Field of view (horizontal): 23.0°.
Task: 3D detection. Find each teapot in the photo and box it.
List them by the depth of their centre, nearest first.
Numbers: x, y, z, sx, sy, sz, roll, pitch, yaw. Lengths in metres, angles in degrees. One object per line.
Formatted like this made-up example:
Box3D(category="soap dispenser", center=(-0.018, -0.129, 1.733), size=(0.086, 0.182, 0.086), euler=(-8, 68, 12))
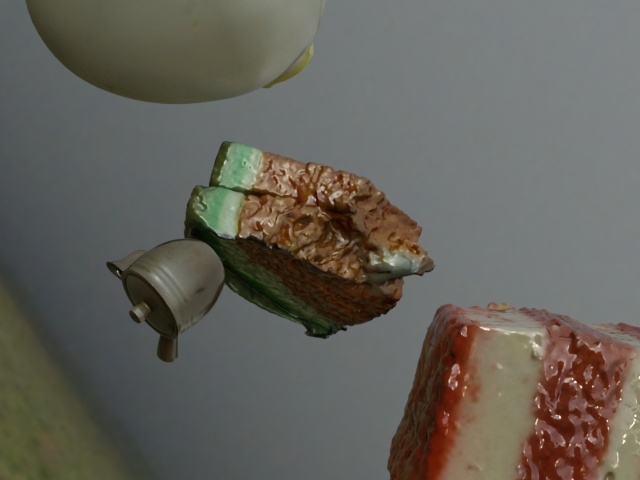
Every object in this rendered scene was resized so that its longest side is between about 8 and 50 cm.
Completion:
Box3D(category="teapot", center=(-0.121, 0.045, 1.232), size=(0.085, 0.080, 0.110), euler=(37, -30, 27))

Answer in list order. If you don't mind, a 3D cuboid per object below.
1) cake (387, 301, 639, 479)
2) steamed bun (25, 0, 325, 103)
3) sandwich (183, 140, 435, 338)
Box3D(category="cake", center=(0.254, 0.215, 1.753), size=(0.319, 0.269, 0.270), euler=(14, 4, -7))
Box3D(category="steamed bun", center=(-0.174, -0.325, 1.881), size=(0.374, 0.334, 0.334), euler=(5, -32, 15))
Box3D(category="sandwich", center=(-0.014, -0.003, 1.533), size=(0.212, 0.109, 0.292), euler=(-10, -29, 43))
